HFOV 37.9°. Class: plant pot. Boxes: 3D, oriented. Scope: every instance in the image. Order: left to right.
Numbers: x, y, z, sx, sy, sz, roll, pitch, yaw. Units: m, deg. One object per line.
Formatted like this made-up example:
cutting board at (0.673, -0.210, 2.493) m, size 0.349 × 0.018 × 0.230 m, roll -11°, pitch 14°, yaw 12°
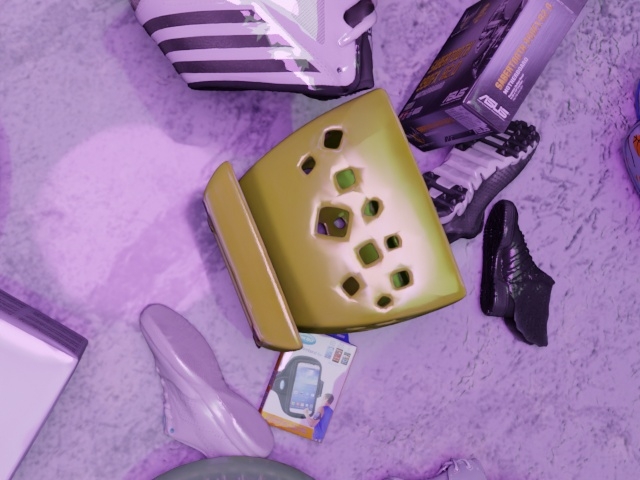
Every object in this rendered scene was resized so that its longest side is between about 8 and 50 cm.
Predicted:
plant pot at (0.000, 0.000, 0.984) m, size 0.207 × 0.227 × 0.228 m, roll -22°, pitch 85°, yaw -8°

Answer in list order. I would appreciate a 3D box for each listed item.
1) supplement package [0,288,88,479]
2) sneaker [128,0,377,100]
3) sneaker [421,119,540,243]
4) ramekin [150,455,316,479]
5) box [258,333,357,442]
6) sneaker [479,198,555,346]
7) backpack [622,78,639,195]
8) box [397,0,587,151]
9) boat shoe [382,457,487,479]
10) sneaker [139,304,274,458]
supplement package at (-0.346, 0.155, 0.927) m, size 0.149 × 0.203 × 0.194 m, roll 31°, pitch 84°, yaw -9°
sneaker at (0.034, -0.287, 0.893) m, size 0.447 × 0.169 × 0.258 m, roll -29°, pitch 102°, yaw -2°
sneaker at (0.176, -0.061, 1.098) m, size 0.078 × 0.106 × 0.234 m, roll 30°, pitch 51°, yaw 28°
ramekin at (-0.091, 0.393, 0.967) m, size 0.303 × 0.148 × 0.304 m, roll -2°, pitch 103°, yaw -9°
box at (-0.013, 0.158, 1.083) m, size 0.081 × 0.028 × 0.136 m, roll 21°, pitch 87°, yaw -9°
sneaker at (0.243, 0.040, 1.127) m, size 0.089 × 0.051 × 0.170 m, roll 9°, pitch 85°, yaw -18°
backpack at (0.479, -0.112, 1.086) m, size 0.213 × 0.276 × 0.264 m, roll -20°, pitch 80°, yaw -12°
box at (0.179, -0.194, 1.025) m, size 0.056 × 0.231 × 0.183 m, roll 34°, pitch 83°, yaw -12°
boat shoe at (0.171, 0.296, 1.098) m, size 0.227 × 0.079 × 0.081 m, roll 16°, pitch 79°, yaw -17°
sneaker at (-0.149, 0.175, 1.038) m, size 0.094 × 0.080 × 0.212 m, roll -37°, pitch 88°, yaw 19°
